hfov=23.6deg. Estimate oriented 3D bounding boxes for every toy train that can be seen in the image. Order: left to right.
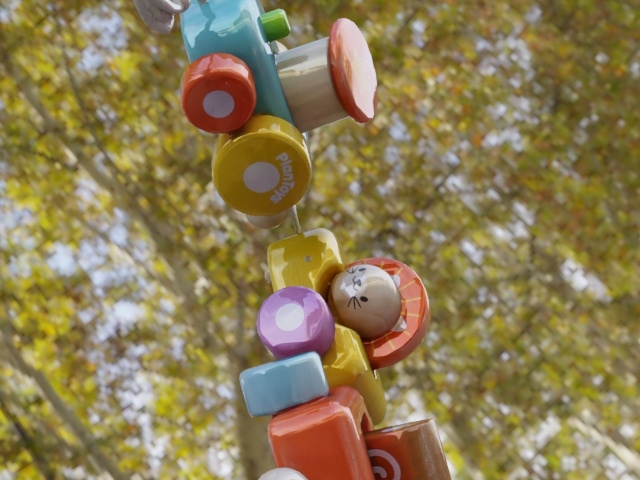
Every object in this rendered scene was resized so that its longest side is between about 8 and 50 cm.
[{"bbox_3d":[0.000,0.000,0.371,0.046,0.166,0.125,-17,-6,6],"label":"toy train"}]
